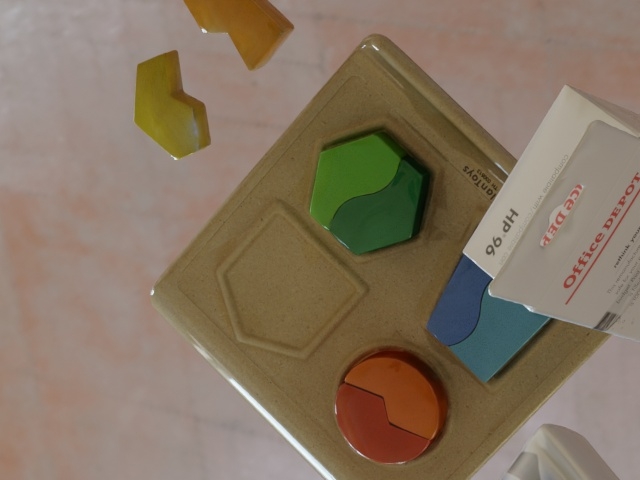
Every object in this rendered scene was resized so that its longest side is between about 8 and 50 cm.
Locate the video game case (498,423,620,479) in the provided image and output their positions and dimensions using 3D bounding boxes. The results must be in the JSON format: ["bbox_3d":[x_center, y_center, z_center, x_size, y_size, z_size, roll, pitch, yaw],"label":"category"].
[{"bbox_3d":[0.066,0.182,0.548,0.183,0.023,0.201,-56,38,16],"label":"video game case"}]

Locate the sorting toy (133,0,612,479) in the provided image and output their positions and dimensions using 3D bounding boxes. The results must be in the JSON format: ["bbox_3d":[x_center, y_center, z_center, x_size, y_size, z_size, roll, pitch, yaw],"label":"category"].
[{"bbox_3d":[0.000,0.000,1.086,0.307,0.041,0.229,44,114,8],"label":"sorting toy"}]

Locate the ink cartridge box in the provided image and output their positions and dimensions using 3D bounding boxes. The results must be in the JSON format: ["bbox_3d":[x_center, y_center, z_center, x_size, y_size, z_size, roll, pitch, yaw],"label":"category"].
[{"bbox_3d":[0.068,-0.006,0.455,0.028,0.083,0.048,42,107,41],"label":"ink cartridge box"}]
